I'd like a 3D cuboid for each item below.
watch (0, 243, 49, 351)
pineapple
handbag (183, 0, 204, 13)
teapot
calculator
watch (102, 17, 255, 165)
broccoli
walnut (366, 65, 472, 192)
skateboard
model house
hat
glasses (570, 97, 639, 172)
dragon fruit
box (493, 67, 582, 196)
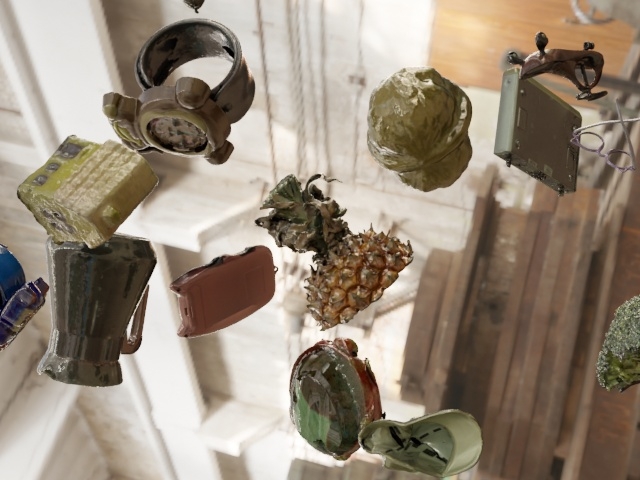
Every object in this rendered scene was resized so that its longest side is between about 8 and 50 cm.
[{"bbox_3d":[-0.615,0.096,1.651,0.196,0.200,0.171,-51,6,10],"label":"watch"},{"bbox_3d":[0.000,0.000,1.739,0.262,0.271,0.262,-40,11,9],"label":"pineapple"},{"bbox_3d":[-0.254,-0.492,1.800,0.111,0.072,0.047,-103,11,-49],"label":"handbag"},{"bbox_3d":[-0.512,0.148,2.101,0.300,0.253,0.343,8,-86,-58],"label":"teapot"},{"bbox_3d":[-0.243,0.133,2.421,0.330,0.048,0.220,-24,-55,-31],"label":"calculator"},{"bbox_3d":[-0.350,-0.401,2.314,0.314,0.335,0.326,70,-154,-59],"label":"watch"},{"bbox_3d":[0.692,0.223,1.615,0.221,0.362,0.252,-32,-39,-63],"label":"broccoli"},{"bbox_3d":[0.238,-0.272,2.187,0.282,0.253,0.276,86,-176,-46],"label":"walnut"},{"bbox_3d":[0.335,-0.233,1.239,0.067,0.151,0.080,-32,66,56],"label":"skateboard"},{"bbox_3d":[-0.447,-0.088,1.821,0.193,0.234,0.174,-52,-41,-32],"label":"model house"},{"bbox_3d":[0.150,0.278,1.291,0.166,0.122,0.081,-34,7,36],"label":"hat"},{"bbox_3d":[0.545,-0.202,1.689,0.063,0.140,0.103,-33,-31,-29],"label":"glasses"},{"bbox_3d":[0.028,0.358,1.995,0.130,0.268,0.295,-13,-78,-49],"label":"dragon fruit"},{"bbox_3d":[0.465,-0.221,1.908,0.270,0.045,0.210,23,-110,-41],"label":"box"}]
